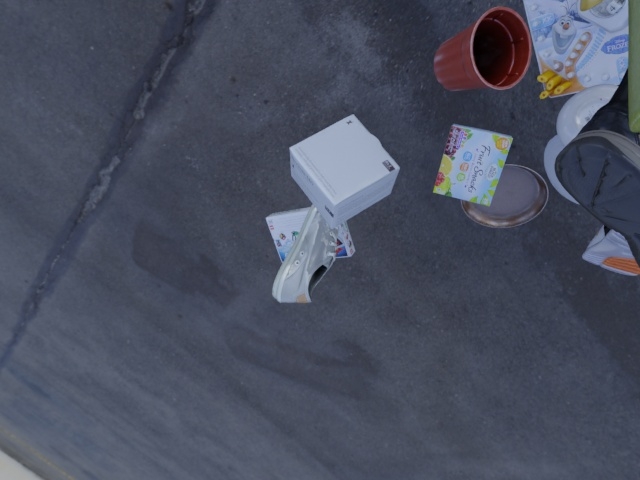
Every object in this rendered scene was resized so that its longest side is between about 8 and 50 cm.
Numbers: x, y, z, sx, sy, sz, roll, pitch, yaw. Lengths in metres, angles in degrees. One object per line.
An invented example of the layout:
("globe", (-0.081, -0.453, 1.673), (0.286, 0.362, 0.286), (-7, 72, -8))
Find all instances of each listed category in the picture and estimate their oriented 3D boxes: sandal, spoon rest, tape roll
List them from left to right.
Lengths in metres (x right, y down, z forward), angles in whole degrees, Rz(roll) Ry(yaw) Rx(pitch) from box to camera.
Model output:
("tape roll", (0.714, -0.204, 1.140), (0.219, 0.072, 0.219), (59, 169, 18))
("spoon rest", (0.550, -0.167, 0.807), (0.137, 0.084, 0.276), (-23, 70, 33))
("sandal", (0.580, -0.003, 0.794), (0.102, 0.076, 0.265), (25, 171, 23))

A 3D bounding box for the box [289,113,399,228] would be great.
("box", (0.050, -0.158, 0.974), (0.181, 0.182, 0.119), (54, 164, 20))

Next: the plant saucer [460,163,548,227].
("plant saucer", (0.707, -0.176, 1.648), (0.310, 0.050, 0.311), (11, 137, 11))

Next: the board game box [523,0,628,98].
("board game box", (0.621, -0.525, 0.923), (0.390, 0.050, 0.390), (12, 132, 60))

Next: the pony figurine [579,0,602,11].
("pony figurine", (0.411, -0.550, 0.560), (0.363, 0.303, 0.351), (39, 160, -19))

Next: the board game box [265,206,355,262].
("board game box", (-0.041, -0.023, 1.554), (0.305, 0.053, 0.193), (-6, 112, 32))

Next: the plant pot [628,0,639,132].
("plant pot", (0.316, -0.191, 0.261), (0.276, 0.276, 0.254), (10, 89, 19))

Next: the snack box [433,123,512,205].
("snack box", (0.450, -0.226, 1.270), (0.174, 0.070, 0.207), (17, 116, 14))

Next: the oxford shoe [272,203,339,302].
("oxford shoe", (0.000, 0.000, 1.317), (0.130, 0.449, 0.169), (20, 163, 14))

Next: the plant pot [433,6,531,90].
("plant pot", (0.584, -0.685, 1.598), (0.272, 0.272, 0.265), (54, 168, -20))

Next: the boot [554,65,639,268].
("boot", (0.535, -0.097, 0.609), (0.377, 0.284, 0.138), (38, 162, -5))
